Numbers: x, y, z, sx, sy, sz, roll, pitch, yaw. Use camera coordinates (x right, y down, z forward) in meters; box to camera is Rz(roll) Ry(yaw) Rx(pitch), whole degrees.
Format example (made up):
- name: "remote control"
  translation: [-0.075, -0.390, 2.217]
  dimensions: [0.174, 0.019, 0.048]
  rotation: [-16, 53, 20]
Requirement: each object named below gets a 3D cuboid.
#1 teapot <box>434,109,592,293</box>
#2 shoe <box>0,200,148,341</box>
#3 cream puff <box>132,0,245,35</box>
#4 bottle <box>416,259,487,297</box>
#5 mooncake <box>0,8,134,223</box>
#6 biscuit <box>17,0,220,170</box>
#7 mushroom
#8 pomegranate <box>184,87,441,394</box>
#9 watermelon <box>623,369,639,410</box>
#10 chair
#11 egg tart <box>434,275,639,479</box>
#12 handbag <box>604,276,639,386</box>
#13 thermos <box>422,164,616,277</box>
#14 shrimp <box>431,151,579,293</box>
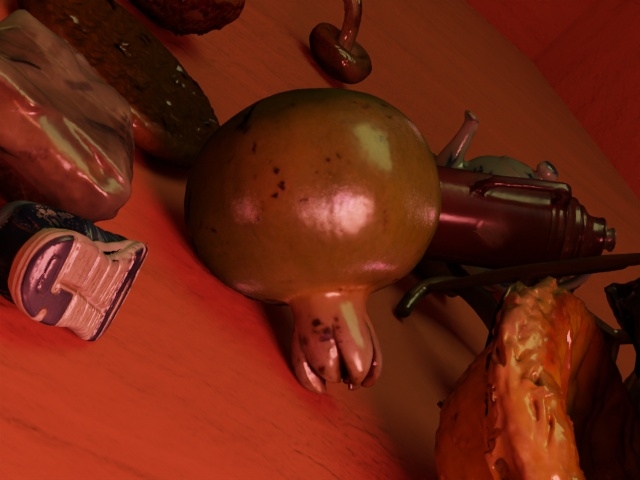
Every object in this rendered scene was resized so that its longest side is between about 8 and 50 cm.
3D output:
- name: "teapot"
  translation: [0.207, -0.030, 1.844]
  dimensions: [0.232, 0.159, 0.159]
  rotation: [45, 15, -8]
- name: "shoe"
  translation: [-0.144, 0.013, 0.924]
  dimensions: [0.071, 0.064, 0.143]
  rotation: [32, 4, 18]
- name: "cream puff"
  translation: [-0.137, -0.248, 1.574]
  dimensions: [0.149, 0.084, 0.149]
  rotation: [47, 13, -15]
- name: "bottle"
  translation: [0.081, -0.035, 1.647]
  dimensions: [0.201, 0.072, 0.072]
  rotation: [44, 15, -12]
- name: "mooncake"
  translation: [-0.171, -0.066, 1.015]
  dimensions: [0.130, 0.073, 0.125]
  rotation: [42, 18, -13]
- name: "biscuit"
  translation: [-0.155, -0.132, 1.306]
  dimensions: [0.212, 0.036, 0.212]
  rotation: [42, 17, -16]
- name: "mushroom"
  translation: [0.024, -0.248, 2.028]
  dimensions: [0.088, 0.072, 0.130]
  rotation: [11, 70, -43]
- name: "pomegranate"
  translation: [0.010, -0.011, 1.179]
  dimensions: [0.210, 0.179, 0.179]
  rotation: [52, 15, 15]
- name: "watermelon"
  translation: [0.392, 0.242, 1.703]
  dimensions: [0.303, 0.159, 0.128]
  rotation: [40, 45, -26]
- name: "chair"
  translation: [0.203, 0.117, 1.453]
  dimensions: [0.272, 0.166, 0.188]
  rotation: [0, -24, 45]
- name: "egg tart"
  translation: [0.158, 0.168, 1.165]
  dimensions: [0.295, 0.116, 0.295]
  rotation: [-17, 90, -71]
- name: "handbag"
  translation: [0.291, 0.216, 1.094]
  dimensions: [0.317, 0.180, 0.416]
  rotation: [54, 31, -22]
- name: "thermos"
  translation: [0.165, -0.020, 1.561]
  dimensions: [0.232, 0.124, 0.099]
  rotation: [8, 52, -7]
- name: "shrimp"
  translation: [0.207, -0.021, 2.018]
  dimensions: [0.253, 0.058, 0.173]
  rotation: [43, 6, -8]
